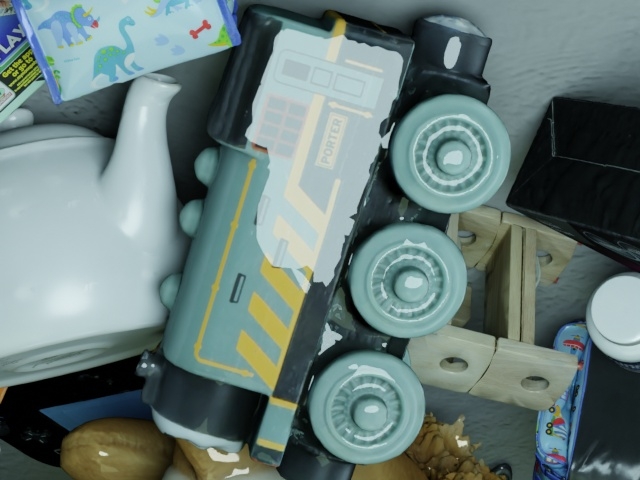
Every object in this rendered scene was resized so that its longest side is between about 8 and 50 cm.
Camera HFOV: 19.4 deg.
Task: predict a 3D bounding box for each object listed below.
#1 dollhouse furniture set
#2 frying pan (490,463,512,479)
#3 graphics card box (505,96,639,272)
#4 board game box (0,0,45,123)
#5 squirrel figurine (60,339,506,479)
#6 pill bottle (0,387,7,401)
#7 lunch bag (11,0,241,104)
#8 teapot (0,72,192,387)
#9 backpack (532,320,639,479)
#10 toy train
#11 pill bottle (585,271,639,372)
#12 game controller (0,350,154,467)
[{"bbox_3d":[0.108,0.079,1.431,0.129,0.129,0.184,14,142,-9],"label":"dollhouse furniture set"},{"bbox_3d":[0.158,0.334,1.811,0.197,0.053,0.326,13,135,-33],"label":"frying pan"},{"bbox_3d":[0.334,0.024,1.257,0.371,0.094,0.233,26,179,-22],"label":"graphics card box"},{"bbox_3d":[-0.329,-0.105,1.216,0.317,0.046,0.213,-42,128,10],"label":"board game box"},{"bbox_3d":[-0.033,0.255,1.488,0.397,0.281,0.370,6,165,-18],"label":"squirrel figurine"},{"bbox_3d":[-0.370,0.072,1.505,0.245,0.130,0.130,23,140,-20],"label":"pill bottle"},{"bbox_3d":[-0.130,-0.177,1.152,0.128,0.096,0.151,-17,116,3],"label":"lunch bag"},{"bbox_3d":[-0.210,-0.001,1.348,0.256,0.187,0.252,-14,171,-6],"label":"teapot"},{"bbox_3d":[0.236,0.161,1.507,0.116,0.158,0.173,9,155,12],"label":"backpack"},{"bbox_3d":[0.000,0.000,1.236,0.190,0.142,0.334,17,101,-6],"label":"toy train"},{"bbox_3d":[0.232,0.059,1.386,0.067,0.067,0.120,-4,169,15],"label":"pill bottle"},{"bbox_3d":[-0.140,0.138,1.605,0.319,0.067,0.166,-13,138,25],"label":"game controller"}]
